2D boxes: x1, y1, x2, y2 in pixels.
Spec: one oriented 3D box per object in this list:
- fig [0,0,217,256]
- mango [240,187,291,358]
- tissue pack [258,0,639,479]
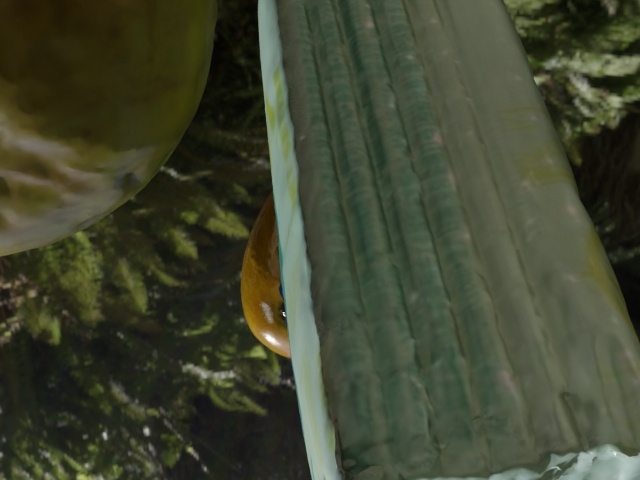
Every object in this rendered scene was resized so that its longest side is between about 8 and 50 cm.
[{"bbox_3d":[-0.231,-0.164,0.671,0.343,0.344,0.343,-1,-145,1],"label":"fig"},{"bbox_3d":[-0.001,0.000,1.008,0.139,0.175,0.255,12,-111,8],"label":"mango"},{"bbox_3d":[0.057,0.026,0.579,0.162,0.287,0.388,-7,-130,-2],"label":"tissue pack"}]
